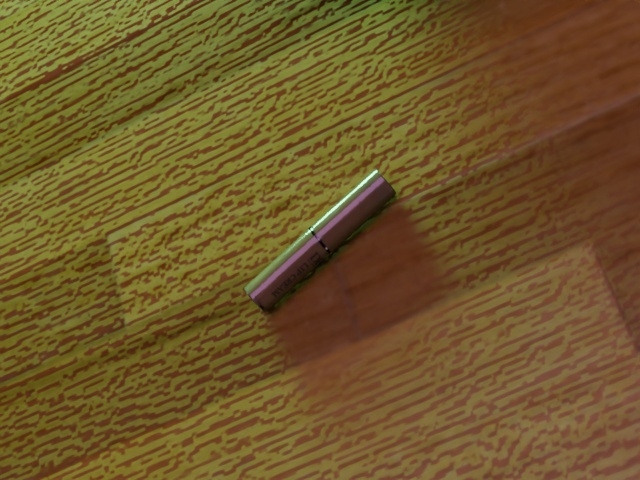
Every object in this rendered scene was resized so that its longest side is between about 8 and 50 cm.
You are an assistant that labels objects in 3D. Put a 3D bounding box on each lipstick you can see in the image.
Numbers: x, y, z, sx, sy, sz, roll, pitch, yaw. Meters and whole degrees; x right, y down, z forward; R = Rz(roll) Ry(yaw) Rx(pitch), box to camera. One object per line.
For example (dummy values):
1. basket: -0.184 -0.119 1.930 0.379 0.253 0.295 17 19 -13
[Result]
1. lipstick: 0.000 0.000 0.657 0.094 0.019 0.019 -43 58 2
